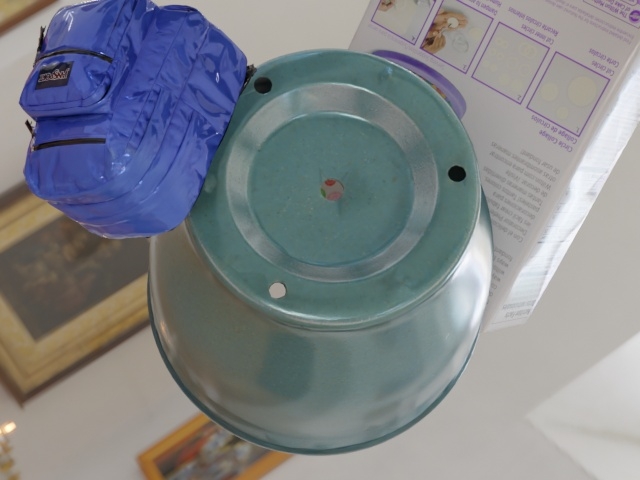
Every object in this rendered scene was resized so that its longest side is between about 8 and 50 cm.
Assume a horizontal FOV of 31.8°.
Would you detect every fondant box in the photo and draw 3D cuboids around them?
[{"bbox_3d":[0.139,-0.122,0.972,0.238,0.330,0.096,35,19,27],"label":"fondant box"}]

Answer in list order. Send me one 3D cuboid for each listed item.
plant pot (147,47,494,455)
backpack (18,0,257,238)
[{"bbox_3d":[0.000,0.000,0.791,0.271,0.272,0.255,54,-12,13],"label":"plant pot"},{"bbox_3d":[-0.112,-0.066,0.612,0.098,0.120,0.101,-4,-27,41],"label":"backpack"}]
